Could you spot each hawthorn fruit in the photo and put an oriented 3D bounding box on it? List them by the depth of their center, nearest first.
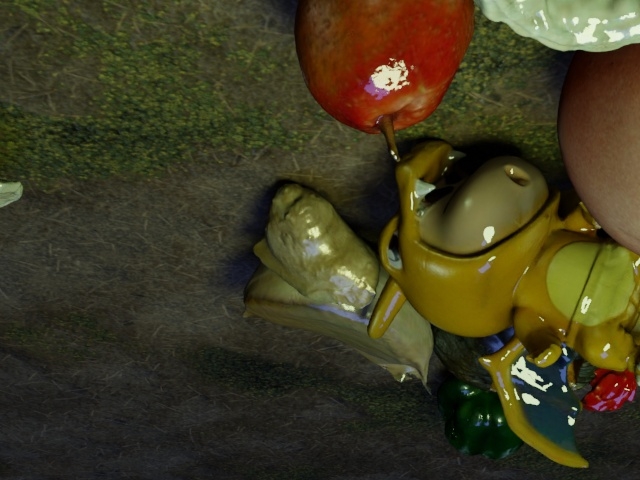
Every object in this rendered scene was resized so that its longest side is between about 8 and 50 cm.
[{"bbox_3d":[0.067,-0.188,1.290,0.196,0.226,0.196,-1,165,0],"label":"hawthorn fruit"}]

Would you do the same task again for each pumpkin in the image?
[{"bbox_3d":[0.316,0.119,1.896,0.320,0.192,0.320,2,152,1],"label":"pumpkin"}]

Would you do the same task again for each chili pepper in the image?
[{"bbox_3d":[0.307,0.317,2.309,0.173,0.165,0.261,-12,154,-3],"label":"chili pepper"}]

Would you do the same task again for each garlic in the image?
[{"bbox_3d":[0.058,0.104,1.859,0.338,0.151,0.196,23,140,-9],"label":"garlic"}]

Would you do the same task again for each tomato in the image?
[{"bbox_3d":[0.410,-0.116,1.324,0.321,0.322,0.321,0,152,0],"label":"tomato"}]

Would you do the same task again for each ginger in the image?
[{"bbox_3d":[0.003,0.003,1.712,0.193,0.115,0.123,33,156,21],"label":"ginger"}]

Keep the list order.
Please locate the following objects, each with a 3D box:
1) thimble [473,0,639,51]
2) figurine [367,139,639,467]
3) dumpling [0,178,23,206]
[{"bbox_3d":[0.242,-0.315,1.083,0.291,0.195,0.291,-1,153,-1],"label":"thimble"},{"bbox_3d":[0.262,0.067,1.615,0.387,0.401,0.268,19,-174,23],"label":"figurine"},{"bbox_3d":[-0.495,-0.079,1.605,0.252,0.132,0.179,10,176,1],"label":"dumpling"}]
